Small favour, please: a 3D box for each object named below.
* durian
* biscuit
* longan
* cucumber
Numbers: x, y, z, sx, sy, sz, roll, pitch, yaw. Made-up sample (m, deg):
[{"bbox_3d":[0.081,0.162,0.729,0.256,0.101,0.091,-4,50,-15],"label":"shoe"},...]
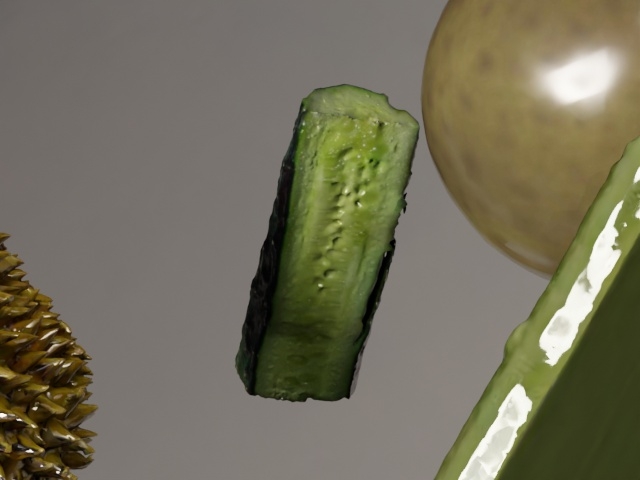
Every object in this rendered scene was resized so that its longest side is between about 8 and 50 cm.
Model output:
[{"bbox_3d":[-0.203,0.074,0.906,0.138,0.183,0.249,24,148,47],"label":"durian"},{"bbox_3d":[0.047,0.113,0.580,0.038,0.322,0.099,34,-171,40],"label":"biscuit"},{"bbox_3d":[0.151,-0.077,0.991,0.196,0.196,0.220,53,147,14],"label":"longan"},{"bbox_3d":[0.001,-0.002,1.128,0.062,0.078,0.211,-106,23,-53],"label":"cucumber"}]
